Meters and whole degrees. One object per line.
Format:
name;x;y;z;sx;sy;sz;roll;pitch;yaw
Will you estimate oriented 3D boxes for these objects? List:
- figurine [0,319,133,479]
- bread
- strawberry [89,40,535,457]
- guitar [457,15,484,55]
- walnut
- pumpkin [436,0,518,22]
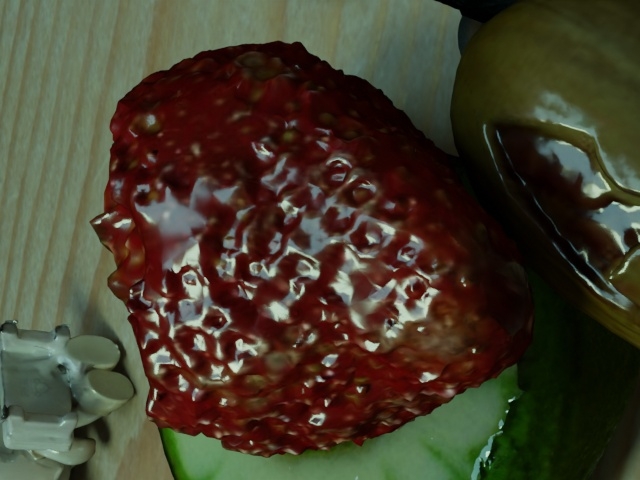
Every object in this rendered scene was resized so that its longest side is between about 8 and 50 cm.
figurine;-0.288;0.204;1.790;0.182;0.144;0.257;57;137;32
bread;0.039;0.070;1.297;0.366;0.129;0.382;-32;63;38
strawberry;0.001;0.004;1.087;0.257;0.261;0.261;-19;73;19
guitar;0.158;-0.201;1.239;0.088;0.025;0.233;52;130;40
walnut;0.208;-0.035;1.030;0.298;0.203;0.203;35;122;20
pumpkin;0.137;-0.232;1.093;0.233;0.233;0.163;-56;40;40
